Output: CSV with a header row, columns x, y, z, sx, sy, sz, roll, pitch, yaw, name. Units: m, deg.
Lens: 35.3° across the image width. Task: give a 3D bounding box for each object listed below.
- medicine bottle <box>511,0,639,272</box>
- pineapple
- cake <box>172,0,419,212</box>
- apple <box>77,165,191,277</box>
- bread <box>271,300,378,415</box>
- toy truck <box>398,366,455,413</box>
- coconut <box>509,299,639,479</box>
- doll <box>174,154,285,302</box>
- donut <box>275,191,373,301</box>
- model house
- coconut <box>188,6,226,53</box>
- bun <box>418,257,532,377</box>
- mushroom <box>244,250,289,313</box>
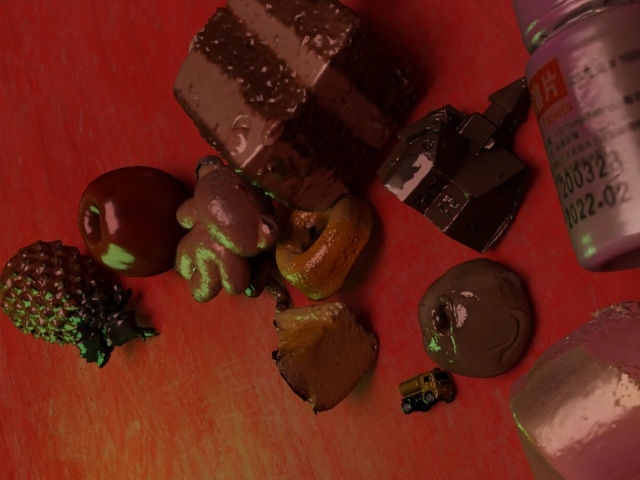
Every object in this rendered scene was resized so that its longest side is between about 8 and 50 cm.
x,y,z,sx,sy,sz,roll,pitch,yaw,name
0.365,-0.172,1.203,0.219,0.219,0.389,-25,73,43,medicine bottle
-0.501,0.149,2.110,0.357,0.222,0.223,27,109,31,pineapple
-0.044,-0.236,1.549,0.290,0.255,0.282,-46,56,7,cake
-0.353,-0.038,1.948,0.218,0.201,0.218,10,104,49,apple
-0.024,0.194,1.621,0.169,0.160,0.140,-13,123,45,bread
0.162,0.227,1.524,0.083,0.049,0.054,-30,67,42,toy truck
0.354,0.214,1.222,0.245,0.233,0.233,-46,58,26,coconut
-0.160,-0.013,1.749,0.201,0.156,0.303,51,143,13,doll
-0.001,-0.001,1.636,0.190,0.074,0.174,-50,34,17,donut
0.212,-0.142,1.419,0.248,0.176,0.181,-54,52,10,model house
-0.132,-0.327,1.758,0.170,0.183,0.171,24,141,21,coconut
0.209,0.112,1.430,0.166,0.113,0.173,1,92,45,bun
-0.102,0.075,1.775,0.088,0.072,0.130,-52,56,37,mushroom
